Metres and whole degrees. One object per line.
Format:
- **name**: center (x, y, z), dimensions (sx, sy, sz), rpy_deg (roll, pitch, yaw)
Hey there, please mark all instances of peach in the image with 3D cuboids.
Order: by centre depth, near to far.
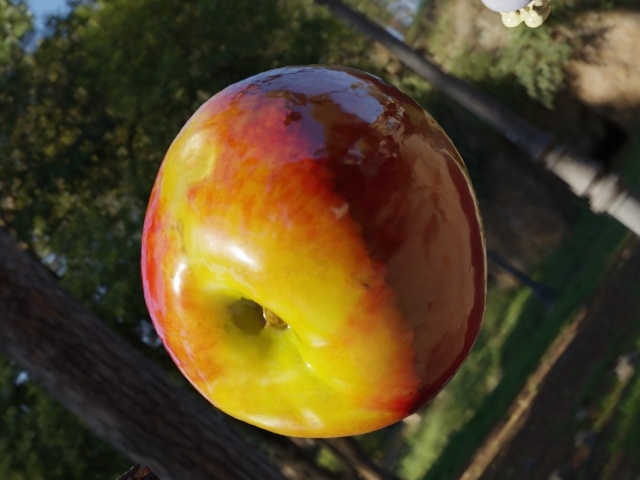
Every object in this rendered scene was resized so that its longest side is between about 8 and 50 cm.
- **peach**: center (0.000, 0.000, 1.316), dimensions (0.388, 0.388, 0.388), rpy_deg (-52, -5, -7)

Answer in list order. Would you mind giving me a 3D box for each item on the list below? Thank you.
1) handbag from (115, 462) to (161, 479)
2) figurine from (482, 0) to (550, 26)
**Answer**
- **handbag**: center (-0.120, 0.425, 1.222), dimensions (0.317, 0.416, 0.180), rpy_deg (-40, -45, -29)
- **figurine**: center (0.105, -0.267, 0.887), dimensions (0.235, 0.127, 0.155), rpy_deg (30, -92, -45)
